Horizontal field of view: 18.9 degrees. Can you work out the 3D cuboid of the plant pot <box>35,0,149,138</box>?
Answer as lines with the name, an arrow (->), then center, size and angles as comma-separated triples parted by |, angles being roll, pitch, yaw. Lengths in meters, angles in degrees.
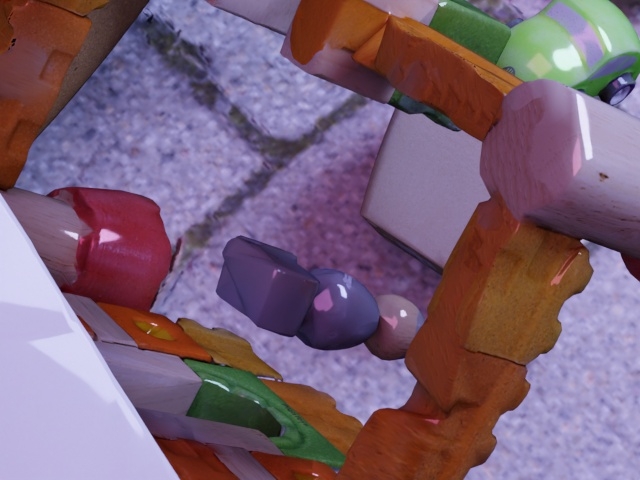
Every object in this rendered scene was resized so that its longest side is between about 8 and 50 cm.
plant pot -> -0.197, -0.168, 1.128 | 0.237, 0.237, 0.254 | 22, 88, 11

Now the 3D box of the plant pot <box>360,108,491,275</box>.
plant pot -> 0.084, -0.029, 1.106 | 0.109, 0.109, 0.096 | 33, 88, 15

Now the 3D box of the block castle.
block castle -> 0.000, 0.000, 0.943 | 0.453, 0.213, 0.303 | 39, 106, 45

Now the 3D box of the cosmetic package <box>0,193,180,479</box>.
cosmetic package -> -0.309, 0.113, 0.772 | 0.329, 0.393, 0.327 | -35, 97, -32

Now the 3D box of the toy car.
toy car -> 0.189, -0.123, 1.102 | 0.225, 0.053, 0.239 | -20, 65, -38
